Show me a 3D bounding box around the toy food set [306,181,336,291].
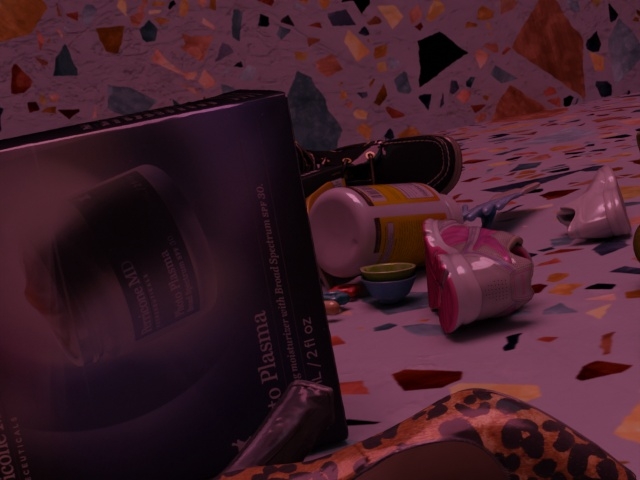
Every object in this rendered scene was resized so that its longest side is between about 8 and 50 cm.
[{"bbox_3d":[0.000,0.000,1.584,0.071,0.128,0.218,-28,5,28],"label":"toy food set"}]

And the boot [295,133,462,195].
[{"bbox_3d":[0.016,-0.111,1.884,0.377,0.138,0.284,-8,-10,34],"label":"boot"}]

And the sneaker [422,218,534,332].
[{"bbox_3d":[0.177,0.035,1.266,0.111,0.103,0.252,-6,16,0],"label":"sneaker"}]

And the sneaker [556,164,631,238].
[{"bbox_3d":[0.378,-0.048,1.591,0.094,0.080,0.212,-20,8,17],"label":"sneaker"}]

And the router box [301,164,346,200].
[{"bbox_3d":[-0.023,-0.031,1.707,0.046,0.133,0.179,-3,13,38],"label":"router box"}]

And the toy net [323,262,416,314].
[{"bbox_3d":[-0.002,0.060,1.381,0.232,0.045,0.122,-8,10,-12],"label":"toy net"}]

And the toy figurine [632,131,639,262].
[{"bbox_3d":[0.362,-0.007,1.063,0.217,0.191,0.362,-21,13,-27],"label":"toy figurine"}]

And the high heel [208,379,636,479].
[{"bbox_3d":[0.048,0.175,0.700,0.261,0.093,0.186,5,34,28],"label":"high heel"}]

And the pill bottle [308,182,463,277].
[{"bbox_3d":[0.093,-0.017,1.505,0.215,0.117,0.117,-5,4,-44],"label":"pill bottle"}]

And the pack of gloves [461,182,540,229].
[{"bbox_3d":[0.227,-0.029,1.765,0.195,0.046,0.232,-18,2,28],"label":"pack of gloves"}]

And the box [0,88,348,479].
[{"bbox_3d":[-0.159,0.047,0.940,0.294,0.296,0.183,-14,11,-14],"label":"box"}]
